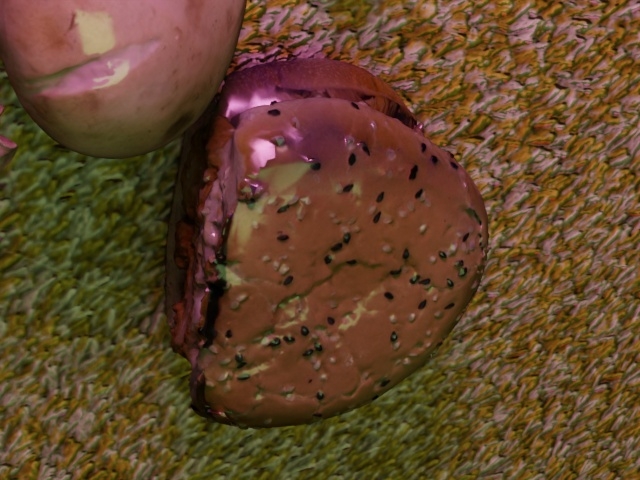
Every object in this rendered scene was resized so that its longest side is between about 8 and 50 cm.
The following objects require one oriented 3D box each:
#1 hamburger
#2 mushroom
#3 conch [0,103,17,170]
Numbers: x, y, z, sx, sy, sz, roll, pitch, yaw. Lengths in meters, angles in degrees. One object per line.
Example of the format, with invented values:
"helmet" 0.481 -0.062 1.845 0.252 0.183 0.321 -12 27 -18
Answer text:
"hamburger" 0.000 0.000 1.336 0.276 0.195 0.318 -5 123 -21
"mushroom" -0.158 -0.179 1.145 0.184 0.255 0.255 2 126 16
"conch" -0.341 -0.142 1.085 0.324 0.186 0.263 -18 123 40
